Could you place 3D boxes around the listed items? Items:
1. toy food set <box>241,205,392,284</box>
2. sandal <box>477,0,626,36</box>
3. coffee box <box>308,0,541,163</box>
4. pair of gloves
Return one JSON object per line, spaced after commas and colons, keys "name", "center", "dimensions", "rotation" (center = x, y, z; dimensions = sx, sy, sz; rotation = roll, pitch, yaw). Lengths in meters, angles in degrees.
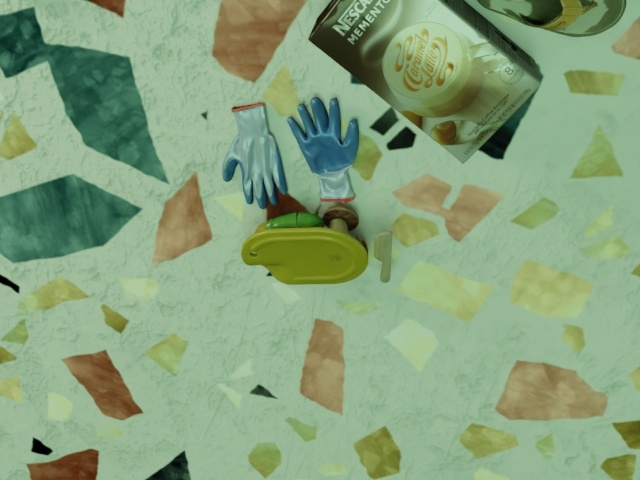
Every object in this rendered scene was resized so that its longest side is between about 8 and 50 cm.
{"name": "toy food set", "center": [0.000, 0.000, 1.261], "dimensions": [0.217, 0.071, 0.128], "rotation": [0, 143, 11]}
{"name": "sandal", "center": [0.269, -0.281, 1.064], "dimensions": [0.180, 0.049, 0.072], "rotation": [13, 120, 1]}
{"name": "coffee box", "center": [0.125, -0.229, 1.087], "dimensions": [0.246, 0.098, 0.141], "rotation": [36, 118, -12]}
{"name": "pair of gloves", "center": [-0.043, -0.116, 1.222], "dimensions": [0.198, 0.023, 0.159], "rotation": [-4, 118, 10]}
